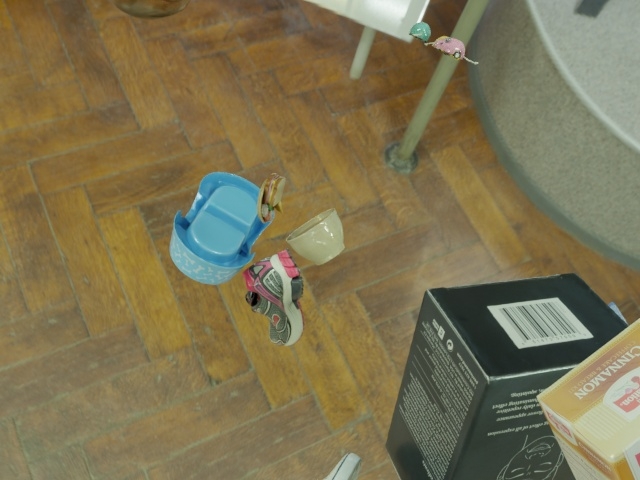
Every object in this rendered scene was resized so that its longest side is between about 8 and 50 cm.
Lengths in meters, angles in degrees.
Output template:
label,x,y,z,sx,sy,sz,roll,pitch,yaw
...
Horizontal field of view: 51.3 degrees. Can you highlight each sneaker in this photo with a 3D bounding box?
label,x,y,z,sx,sy,sz,roll,pitch,yaw
sneaker,-0.022,0.496,1.244,0.091,0.094,0.258,30,66,24
sneaker,-0.106,0.132,1.448,0.112,0.299,0.121,-19,52,-15

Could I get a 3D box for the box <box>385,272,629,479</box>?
label,x,y,z,sx,sy,sz,roll,pitch,yaw
box,0.310,0.279,1.132,0.293,0.396,0.212,-4,35,-19

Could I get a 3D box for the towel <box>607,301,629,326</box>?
label,x,y,z,sx,sy,sz,roll,pitch,yaw
towel,0.543,0.287,1.273,0.034,0.209,0.285,16,42,-30

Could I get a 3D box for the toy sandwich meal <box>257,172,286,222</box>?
label,x,y,z,sx,sy,sz,roll,pitch,yaw
toy sandwich meal,-0.076,-0.067,1.077,0.029,0.086,0.086,11,60,14

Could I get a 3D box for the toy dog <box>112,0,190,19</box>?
label,x,y,z,sx,sy,sz,roll,pitch,yaw
toy dog,-0.169,-0.457,0.743,0.395,0.285,0.408,1,61,-13

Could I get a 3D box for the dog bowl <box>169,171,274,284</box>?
label,x,y,z,sx,sy,sz,roll,pitch,yaw
dog bowl,-0.200,-0.024,1.334,0.166,0.074,0.297,30,34,-7

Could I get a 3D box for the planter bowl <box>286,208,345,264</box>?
label,x,y,z,sx,sy,sz,roll,pitch,yaw
planter bowl,0.000,0.000,1.855,0.162,0.162,0.109,-37,100,-25

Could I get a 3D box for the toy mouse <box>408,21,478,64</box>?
label,x,y,z,sx,sy,sz,roll,pitch,yaw
toy mouse,0.215,-0.368,1.222,0.143,0.031,0.161,9,25,-47

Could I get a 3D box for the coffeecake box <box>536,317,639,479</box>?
label,x,y,z,sx,sy,sz,roll,pitch,yaw
coffeecake box,0.238,0.135,0.417,0.142,0.068,0.186,-34,115,-7
